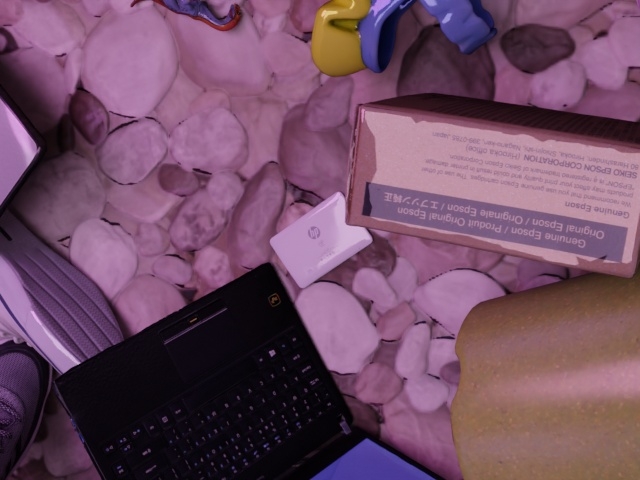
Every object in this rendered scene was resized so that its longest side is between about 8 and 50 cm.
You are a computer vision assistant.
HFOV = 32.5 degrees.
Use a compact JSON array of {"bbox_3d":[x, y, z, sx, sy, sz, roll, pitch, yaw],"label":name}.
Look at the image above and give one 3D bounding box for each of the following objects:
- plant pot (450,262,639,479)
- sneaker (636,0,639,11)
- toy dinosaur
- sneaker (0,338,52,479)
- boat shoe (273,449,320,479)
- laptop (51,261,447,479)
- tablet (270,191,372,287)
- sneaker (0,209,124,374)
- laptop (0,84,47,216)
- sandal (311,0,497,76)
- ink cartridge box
[{"bbox_3d":[0.243,0.120,0.802,0.254,0.276,0.276,-9,98,30],"label":"plant pot"},{"bbox_3d":[0.346,-0.207,0.768,0.236,0.104,0.095,-1,125,25],"label":"sneaker"},{"bbox_3d":[-0.111,-0.209,0.962,0.082,0.047,0.090,48,144,-5],"label":"toy dinosaur"},{"bbox_3d":[-0.303,0.189,0.969,0.101,0.268,0.153,40,146,-17],"label":"sneaker"},{"bbox_3d":[-0.084,0.327,1.014,0.116,0.099,0.319,40,109,7],"label":"boat shoe"},{"bbox_3d":[-0.037,0.166,0.880,0.136,0.234,0.264,-25,93,54],"label":"laptop"},{"bbox_3d":[0.000,0.000,0.973,0.083,0.006,0.054,-35,89,20],"label":"tablet"},{"bbox_3d":[-0.286,0.054,1.039,0.258,0.094,0.091,46,119,14],"label":"sneaker"},{"bbox_3d":[-0.523,-0.068,0.965,0.382,0.236,0.408,49,114,16],"label":"laptop"},{"bbox_3d":[0.091,-0.270,0.838,0.138,0.126,0.317,15,113,11],"label":"sandal"},{"bbox_3d":[0.142,-0.050,0.796,0.193,0.235,0.088,10,103,16],"label":"ink cartridge box"}]
